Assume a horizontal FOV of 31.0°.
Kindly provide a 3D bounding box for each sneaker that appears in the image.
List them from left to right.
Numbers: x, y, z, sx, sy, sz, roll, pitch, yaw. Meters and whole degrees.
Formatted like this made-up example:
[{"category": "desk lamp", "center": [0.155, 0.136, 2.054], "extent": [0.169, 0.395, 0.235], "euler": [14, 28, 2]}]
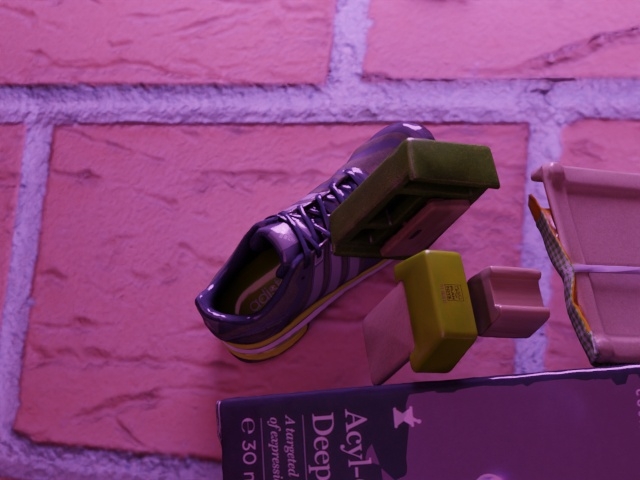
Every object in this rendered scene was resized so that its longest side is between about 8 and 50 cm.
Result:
[{"category": "sneaker", "center": [0.000, 0.000, 1.119], "extent": [0.300, 0.121, 0.111], "euler": [-47, 70, 4]}]

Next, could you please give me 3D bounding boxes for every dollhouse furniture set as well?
[{"category": "dollhouse furniture set", "center": [0.185, 0.040, 1.028], "extent": [0.302, 0.151, 0.197], "euler": [4, 61, -25]}]

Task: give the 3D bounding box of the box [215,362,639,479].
[{"category": "box", "center": [0.135, 0.268, 0.970], "extent": [0.396, 0.212, 0.293], "euler": [-8, 78, 16]}]
